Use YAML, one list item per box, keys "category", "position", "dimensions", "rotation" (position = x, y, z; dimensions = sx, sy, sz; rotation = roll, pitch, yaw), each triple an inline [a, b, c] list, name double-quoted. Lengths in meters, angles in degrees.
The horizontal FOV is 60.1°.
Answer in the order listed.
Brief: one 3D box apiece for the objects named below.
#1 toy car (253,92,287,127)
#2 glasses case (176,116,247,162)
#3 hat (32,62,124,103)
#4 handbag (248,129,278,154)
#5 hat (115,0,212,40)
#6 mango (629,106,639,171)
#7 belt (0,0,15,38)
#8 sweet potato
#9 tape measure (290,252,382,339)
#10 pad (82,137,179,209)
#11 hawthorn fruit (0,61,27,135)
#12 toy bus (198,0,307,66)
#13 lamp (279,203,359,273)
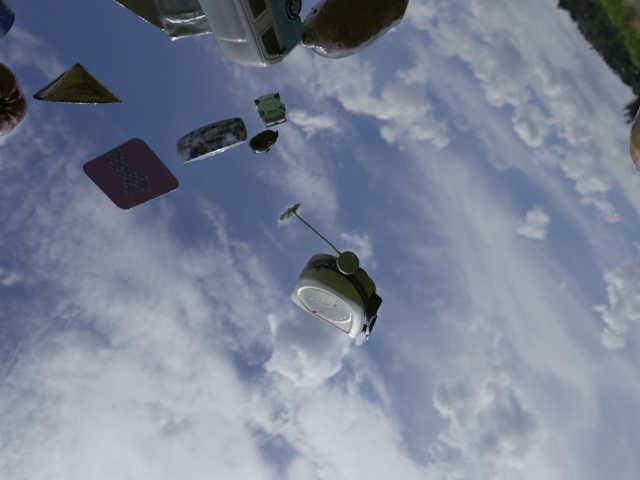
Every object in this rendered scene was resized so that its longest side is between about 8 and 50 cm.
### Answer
- category: "toy car"
  position: [-0.109, -0.286, 1.195]
  dimensions: [0.122, 0.059, 0.035]
  rotation: [-114, 6, -54]
- category: "glasses case"
  position: [-0.322, -0.294, 1.622]
  dimensions: [0.065, 0.248, 0.087]
  rotation: [-13, -90, -59]
- category: "hat"
  position: [-0.545, -0.356, 1.245]
  dimensions: [0.193, 0.193, 0.082]
  rotation: [-21, -59, -51]
- category: "handbag"
  position: [-0.187, -0.335, 1.860]
  dimensions: [0.072, 0.111, 0.047]
  rotation: [57, -177, -4]
- category: "hat"
  position: [-0.199, -0.404, 0.745]
  dimensions: [0.245, 0.149, 0.214]
  rotation: [7, -95, -72]
- category: "mango"
  position: [0.583, -0.210, 0.782]
  dimensions: [0.187, 0.359, 0.144]
  rotation: [36, -126, 15]
- category: "belt"
  position: [-0.980, -0.593, 1.410]
  dimensions: [0.347, 0.117, 0.212]
  rotation: [-1, -102, -3]
- category: "sweet potato"
  position: [0.095, -0.479, 1.159]
  dimensions: [0.130, 0.130, 0.422]
  rotation: [49, -131, -5]
- category: "tape measure"
  position: [0.070, 0.148, 1.533]
  dimensions: [0.271, 0.231, 0.133]
  rotation: [32, -122, 1]
- category: "pad"
  position: [-0.530, -0.178, 1.538]
  dimensions: [0.181, 0.267, 0.004]
  rotation: [52, -143, -29]
- category: "hawthorn fruit"
  position: [-0.762, -0.322, 1.224]
  dimensions: [0.200, 0.179, 0.179]
  rotation: [27, -152, 28]
- category: "toy bus"
  position: [-0.062, -0.200, 0.451]
  dimensions: [0.075, 0.060, 0.123]
  rotation: [-57, -31, -25]
- category: "lamp"
  position: [0.000, 0.000, 1.181]
  dimensions: [0.198, 0.056, 0.050]
  rotation: [44, -117, -3]
